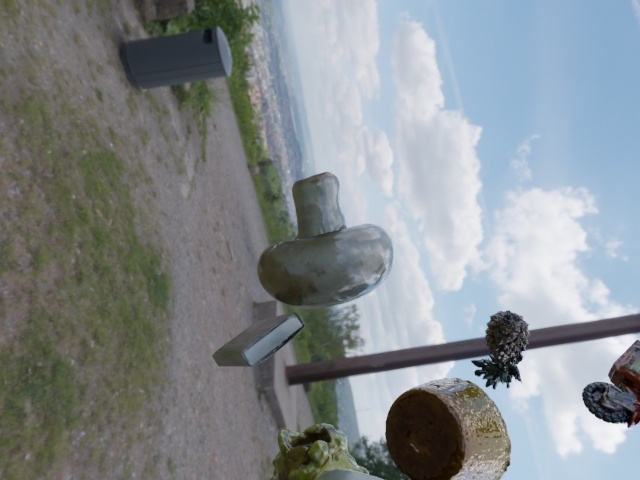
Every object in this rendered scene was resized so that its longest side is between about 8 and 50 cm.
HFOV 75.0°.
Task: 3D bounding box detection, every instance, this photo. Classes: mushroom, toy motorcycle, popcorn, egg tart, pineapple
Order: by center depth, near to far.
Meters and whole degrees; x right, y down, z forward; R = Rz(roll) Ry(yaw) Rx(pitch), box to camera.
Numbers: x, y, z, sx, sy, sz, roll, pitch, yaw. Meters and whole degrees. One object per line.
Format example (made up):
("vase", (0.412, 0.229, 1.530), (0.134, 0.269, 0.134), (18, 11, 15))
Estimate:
("egg tart", (0.205, 0.340, 0.726), (0.147, 0.203, 0.202), (21, 50, -45))
("mushroom", (0.000, 0.000, 0.730), (0.243, 0.244, 0.243), (-10, 90, -90))
("toy motorcycle", (0.641, 0.269, 0.784), (0.171, 0.298, 0.089), (36, -31, 49))
("pineapple", (0.385, 0.230, 0.890), (0.083, 0.104, 0.221), (-81, 164, -52))
("popcorn", (-0.008, 0.543, 0.922), (0.256, 0.195, 0.254), (-13, -87, 56))

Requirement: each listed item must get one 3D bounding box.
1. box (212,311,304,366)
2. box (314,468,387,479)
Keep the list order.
("box", (-0.112, 0.175, 0.723), (0.035, 0.115, 0.178), (59, -32, -2))
("box", (0.124, 0.479, 0.492), (0.090, 0.368, 0.372), (-61, 165, -74))
